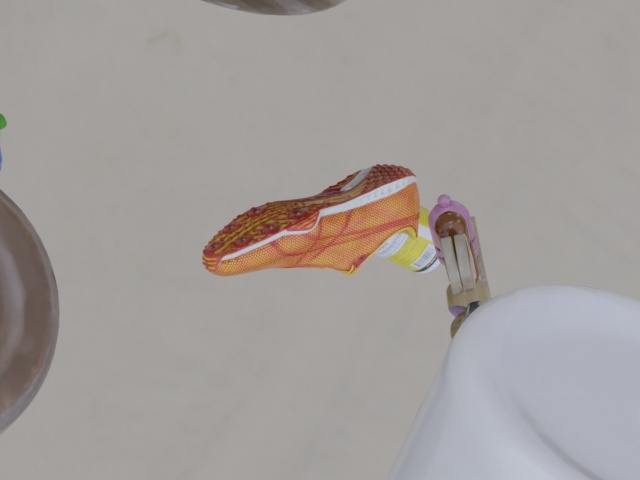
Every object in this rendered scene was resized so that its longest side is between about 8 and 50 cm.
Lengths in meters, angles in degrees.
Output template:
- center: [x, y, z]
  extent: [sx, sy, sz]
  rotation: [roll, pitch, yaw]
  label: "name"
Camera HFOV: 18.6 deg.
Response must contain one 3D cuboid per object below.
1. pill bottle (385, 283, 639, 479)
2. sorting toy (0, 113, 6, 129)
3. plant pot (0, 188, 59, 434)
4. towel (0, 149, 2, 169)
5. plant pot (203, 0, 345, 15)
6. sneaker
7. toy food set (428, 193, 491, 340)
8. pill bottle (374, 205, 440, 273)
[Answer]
- center: [0.069, 0.140, 0.688]
  extent: [0.131, 0.131, 0.229]
  rotation: [5, 127, -24]
  label: "pill bottle"
- center: [-0.338, -0.220, 1.586]
  extent: [0.126, 0.127, 0.365]
  rotation: [-34, 117, -39]
  label: "sorting toy"
- center: [-0.262, 0.051, 1.043]
  extent: [0.263, 0.263, 0.229]
  rotation: [24, 156, -32]
  label: "plant pot"
- center: [-0.411, -0.141, 1.706]
  extent: [0.336, 0.040, 0.243]
  rotation: [-21, 107, -56]
  label: "towel"
- center: [-0.026, -0.317, 1.297]
  extent: [0.323, 0.280, 0.323]
  rotation: [14, 157, 6]
  label: "plant pot"
- center: [0.000, 0.000, 1.343]
  extent: [0.175, 0.064, 0.067]
  rotation: [-17, 110, -27]
  label: "sneaker"
- center: [0.061, 0.017, 0.863]
  extent: [0.019, 0.122, 0.078]
  rotation: [-11, 89, 8]
  label: "toy food set"
- center: [0.067, -0.015, 1.927]
  extent: [0.116, 0.065, 0.065]
  rotation: [24, 112, -33]
  label: "pill bottle"
